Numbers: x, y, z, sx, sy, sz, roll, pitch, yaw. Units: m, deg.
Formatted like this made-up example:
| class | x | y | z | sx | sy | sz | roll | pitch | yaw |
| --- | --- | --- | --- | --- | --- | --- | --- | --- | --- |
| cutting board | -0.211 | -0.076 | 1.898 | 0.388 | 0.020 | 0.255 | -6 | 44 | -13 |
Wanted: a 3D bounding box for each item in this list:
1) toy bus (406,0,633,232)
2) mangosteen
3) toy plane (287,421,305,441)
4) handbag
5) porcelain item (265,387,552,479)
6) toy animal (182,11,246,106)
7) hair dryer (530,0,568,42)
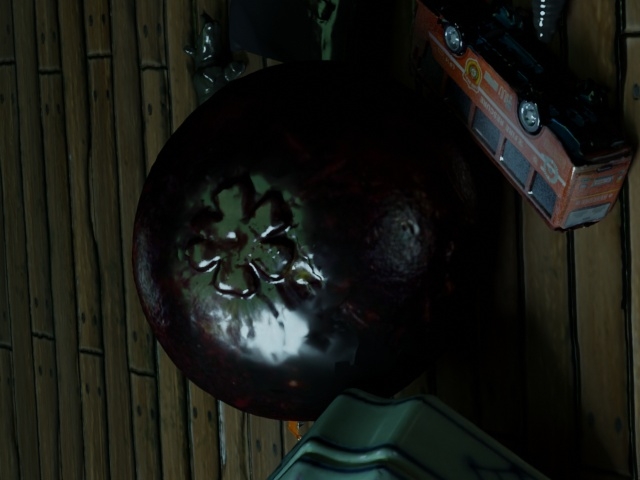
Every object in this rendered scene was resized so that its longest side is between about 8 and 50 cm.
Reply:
| class | x | y | z | sx | sy | sz | roll | pitch | yaw |
| --- | --- | --- | --- | --- | --- | --- | --- | --- | --- |
| toy bus | 0.148 | -0.110 | 1.492 | 0.235 | 0.073 | 0.096 | 51 | 141 | 39 |
| mangosteen | -0.002 | 0.005 | 1.573 | 0.297 | 0.293 | 0.297 | -12 | 65 | 27 |
| toy plane | -0.029 | 0.109 | 1.814 | 0.188 | 0.062 | 0.135 | -131 | 45 | -60 |
| handbag | -0.010 | -0.263 | 1.690 | 0.211 | 0.089 | 0.254 | 33 | 118 | 52 |
| porcelain item | 0.068 | 0.277 | 1.489 | 0.286 | 0.157 | 0.281 | 37 | 136 | -3 |
| toy animal | -0.102 | -0.157 | 1.882 | 0.065 | 0.047 | 0.135 | -24 | 80 | 64 |
| hair dryer | 0.166 | -0.319 | 1.415 | 0.189 | 0.107 | 0.352 | 38 | 131 | 51 |
